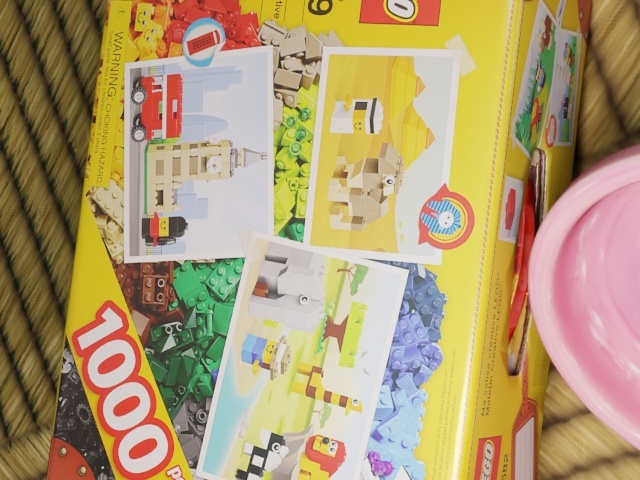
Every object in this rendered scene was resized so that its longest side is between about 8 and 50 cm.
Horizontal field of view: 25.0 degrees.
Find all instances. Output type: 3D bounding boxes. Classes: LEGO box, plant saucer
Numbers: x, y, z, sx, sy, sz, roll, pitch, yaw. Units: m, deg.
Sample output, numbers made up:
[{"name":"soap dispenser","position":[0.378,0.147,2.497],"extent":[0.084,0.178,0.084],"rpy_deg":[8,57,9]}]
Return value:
[{"name":"LEGO box","position":[0.000,0.000,1.206],"extent":[0.372,0.193,0.500],"rpy_deg":[6,88,26]},{"name":"plant saucer","position":[0.320,0.051,1.062],"extent":[0.332,0.084,0.332],"rpy_deg":[21,138,21]}]
